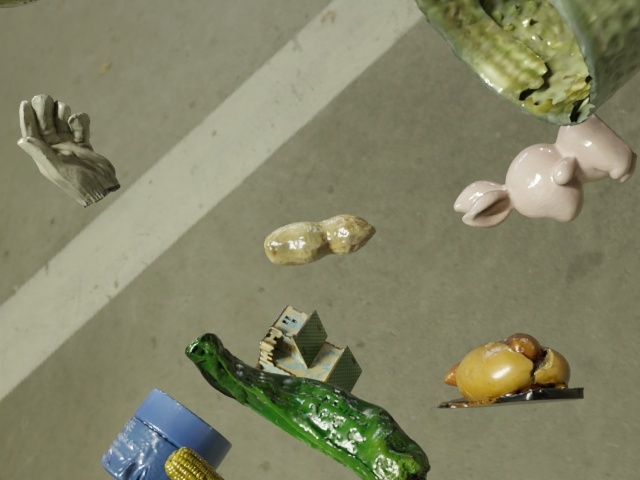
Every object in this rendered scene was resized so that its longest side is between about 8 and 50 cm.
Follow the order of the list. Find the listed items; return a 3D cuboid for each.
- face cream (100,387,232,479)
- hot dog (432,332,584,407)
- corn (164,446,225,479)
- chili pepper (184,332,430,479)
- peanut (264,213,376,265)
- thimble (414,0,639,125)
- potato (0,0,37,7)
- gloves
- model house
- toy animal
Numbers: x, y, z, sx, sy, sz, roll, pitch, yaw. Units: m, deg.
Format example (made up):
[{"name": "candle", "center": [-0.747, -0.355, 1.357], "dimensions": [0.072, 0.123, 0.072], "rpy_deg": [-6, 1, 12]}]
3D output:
[{"name": "face cream", "center": [-0.376, 0.521, 1.710], "dimensions": [0.249, 0.249, 0.225], "rpy_deg": [16, 61, 41]}, {"name": "hot dog", "center": [0.290, 0.219, 1.165], "dimensions": [0.326, 0.194, 0.107], "rpy_deg": [-28, 61, 57]}, {"name": "corn", "center": [-0.235, 0.535, 1.499], "dimensions": [0.231, 0.080, 0.080], "rpy_deg": [43, 100, -1]}, {"name": "chili pepper", "center": [0.012, 0.163, 0.614], "dimensions": [0.278, 0.122, 0.065], "rpy_deg": [26, 88, 20]}, {"name": "peanut", "center": [0.000, -0.001, 1.388], "dimensions": [0.227, 0.104, 0.086], "rpy_deg": [-12, 98, 13]}, {"name": "thimble", "center": [0.201, -0.245, 0.629], "dimensions": [0.150, 0.271, 0.271], "rpy_deg": [-44, 49, 0]}, {"name": "potato", "center": [-0.289, -0.274, 0.560], "dimensions": [0.169, 0.143, 0.248], "rpy_deg": [-35, 59, -23]}, {"name": "gloves", "center": [-0.143, -0.045, 0.401], "dimensions": [0.037, 0.081, 0.044], "rpy_deg": [-13, 21, 22]}, {"name": "model house", "center": [-0.029, 0.298, 1.538], "dimensions": [0.206, 0.271, 0.178], "rpy_deg": [24, 45, 11]}, {"name": "toy animal", "center": [0.276, -0.068, 0.871], "dimensions": [0.212, 0.124, 0.124], "rpy_deg": [-38, 51, 23]}]
